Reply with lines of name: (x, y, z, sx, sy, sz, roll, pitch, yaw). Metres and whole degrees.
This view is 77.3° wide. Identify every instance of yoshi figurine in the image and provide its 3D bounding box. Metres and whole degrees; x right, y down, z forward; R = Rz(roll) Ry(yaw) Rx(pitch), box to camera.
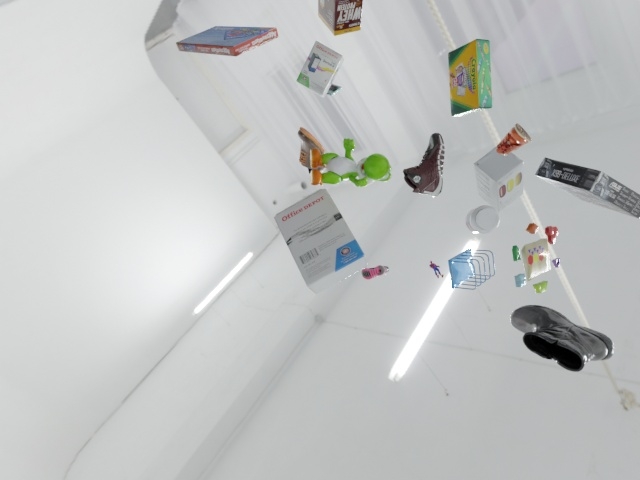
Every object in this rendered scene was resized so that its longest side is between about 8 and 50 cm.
yoshi figurine: (0.139, -0.316, 1.702, 0.362, 0.203, 0.203, 1, -150, -7)

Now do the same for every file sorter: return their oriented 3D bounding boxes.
file sorter: (0.593, 0.111, 1.562, 0.170, 0.118, 0.104, -20, -165, -41)

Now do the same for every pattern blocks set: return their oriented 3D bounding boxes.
pattern blocks set: (0.879, 0.071, 1.629, 0.325, 0.285, 0.026, -2, 179, -33)

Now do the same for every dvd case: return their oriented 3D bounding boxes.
dvd case: (0.048, -0.858, 2.267, 0.087, 0.013, 0.119, -41, -130, -20)

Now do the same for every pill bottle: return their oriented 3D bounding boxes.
pill bottle: (0.625, -0.079, 1.541, 0.108, 0.108, 0.193, -33, 174, 11)

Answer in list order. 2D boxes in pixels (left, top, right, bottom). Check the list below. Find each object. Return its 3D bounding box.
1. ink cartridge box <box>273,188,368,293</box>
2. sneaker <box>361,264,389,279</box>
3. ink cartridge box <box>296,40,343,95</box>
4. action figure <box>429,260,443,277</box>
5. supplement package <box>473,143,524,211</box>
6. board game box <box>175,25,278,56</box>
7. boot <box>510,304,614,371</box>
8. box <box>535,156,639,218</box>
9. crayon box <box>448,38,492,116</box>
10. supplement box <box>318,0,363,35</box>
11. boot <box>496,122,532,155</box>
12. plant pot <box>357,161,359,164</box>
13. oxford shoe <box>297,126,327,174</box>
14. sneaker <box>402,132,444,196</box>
ink cartridge box: (0.000, 0.000, 1.857, 0.285, 0.166, 0.395, -29, -115, 2)
sneaker: (0.212, 0.120, 1.533, 0.119, 0.047, 0.057, -15, 177, 44)
ink cartridge box: (-0.001, -0.843, 1.980, 0.212, 0.154, 0.093, -59, 180, 14)
action figure: (0.544, 0.132, 1.893, 0.038, 0.030, 0.115, -12, -147, -6)
supplement package: (0.743, -0.255, 1.667, 0.139, 0.244, 0.134, -39, -125, 4)
board game box: (-0.256, -0.539, 1.075, 0.281, 0.027, 0.145, 26, -125, 38)
boot: (0.722, 0.299, 1.296, 0.223, 0.118, 0.338, -1, -172, -30)
box: (0.994, -0.195, 1.474, 0.076, 0.307, 0.242, -66, -156, 13)
crayon box: (0.646, -0.696, 1.733, 0.081, 0.278, 0.165, -8, -173, -25)
supplement box: (0.083, -1.030, 1.719, 0.129, 0.194, 0.191, -19, -123, -13)
boot: (0.519, -0.266, 1.086, 0.084, 0.059, 0.158, -36, 168, 22)
plant pot: (0.254, -0.402, 2.144, 0.079, 0.083, 0.083, -24, -154, 31)
oxford shoe: (-0.055, -0.453, 2.106, 0.133, 0.364, 0.130, -40, -119, -1)
sneaker: (0.435, -0.330, 1.708, 0.162, 0.281, 0.106, 3, 170, -1)
